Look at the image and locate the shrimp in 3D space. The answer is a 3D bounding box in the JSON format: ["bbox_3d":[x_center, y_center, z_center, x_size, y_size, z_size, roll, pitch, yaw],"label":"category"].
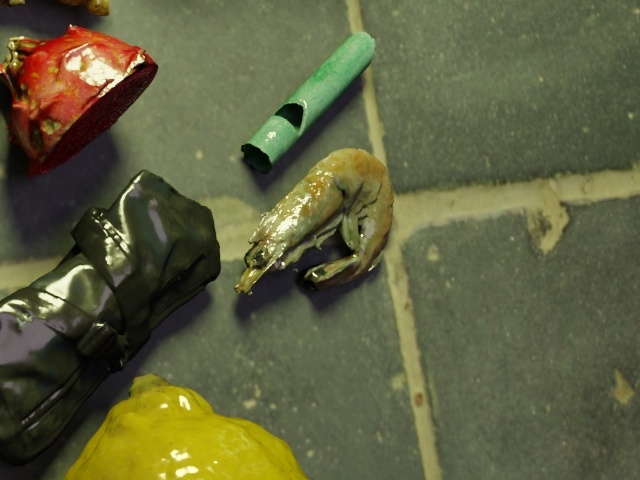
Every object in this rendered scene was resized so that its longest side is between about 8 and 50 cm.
[{"bbox_3d":[0.000,0.000,1.880,0.223,0.047,0.126,-43,117,-34],"label":"shrimp"}]

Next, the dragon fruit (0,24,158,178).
[{"bbox_3d":[-0.225,-0.144,1.693,0.111,0.153,0.153,46,58,0],"label":"dragon fruit"}]

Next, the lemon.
[{"bbox_3d":[-0.104,0.295,1.627,0.285,0.285,0.316,27,41,-29],"label":"lemon"}]

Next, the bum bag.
[{"bbox_3d":[-0.204,0.061,1.705,0.310,0.074,0.137,-46,119,-31],"label":"bum bag"}]

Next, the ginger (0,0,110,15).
[{"bbox_3d":[-0.318,-0.245,1.667,0.333,0.080,0.166,-9,76,-39],"label":"ginger"}]

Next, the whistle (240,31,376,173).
[{"bbox_3d":[-0.008,-0.137,1.896,0.186,0.039,0.039,-47,110,-31],"label":"whistle"}]
